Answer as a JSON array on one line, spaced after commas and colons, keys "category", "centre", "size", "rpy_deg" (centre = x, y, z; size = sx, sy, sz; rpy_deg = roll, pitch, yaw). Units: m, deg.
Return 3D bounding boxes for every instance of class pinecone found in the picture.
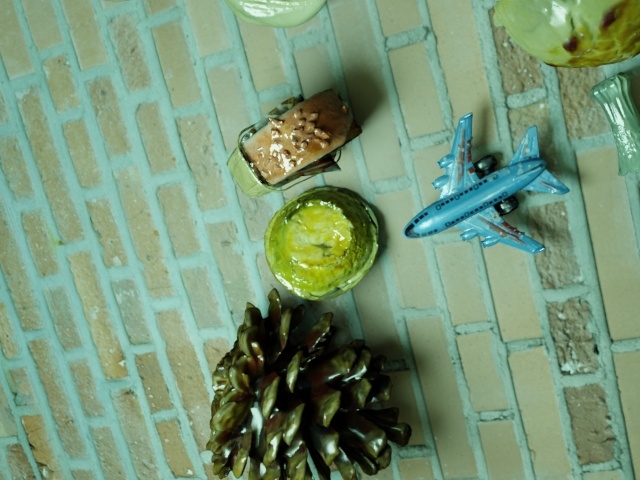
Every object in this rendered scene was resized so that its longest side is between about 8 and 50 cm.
[{"category": "pinecone", "centre": [-0.018, 0.285, 1.397], "size": [0.385, 0.384, 0.384], "rpy_deg": [5, 106, 18]}]

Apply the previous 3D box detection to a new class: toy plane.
[{"category": "toy plane", "centre": [0.258, -0.073, 1.309], "size": [0.271, 0.105, 0.254], "rpy_deg": [-27, 94, 24]}]

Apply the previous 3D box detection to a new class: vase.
[{"category": "vase", "centre": [0.472, -0.182, 1.223], "size": [0.081, 0.081, 0.148], "rpy_deg": [-23, 94, 23]}]

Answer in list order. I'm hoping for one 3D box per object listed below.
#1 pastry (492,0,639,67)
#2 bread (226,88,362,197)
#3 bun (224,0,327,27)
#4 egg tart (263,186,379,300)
[{"category": "pastry", "centre": [0.388, -0.361, 1.146], "size": [0.237, 0.170, 0.256], "rpy_deg": [40, 121, 6]}, {"category": "bread", "centre": [-0.033, -0.158, 1.320], "size": [0.212, 0.224, 0.142], "rpy_deg": [-26, 96, 45]}, {"category": "bun", "centre": [-0.071, -0.446, 1.310], "size": [0.193, 0.128, 0.178], "rpy_deg": [9, 108, 5]}, {"category": "egg tart", "centre": [0.000, 0.001, 1.392], "size": [0.213, 0.090, 0.212], "rpy_deg": [-1, 80, 6]}]
